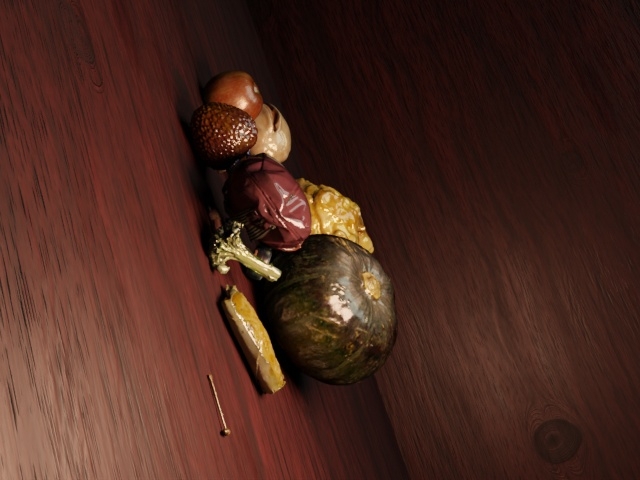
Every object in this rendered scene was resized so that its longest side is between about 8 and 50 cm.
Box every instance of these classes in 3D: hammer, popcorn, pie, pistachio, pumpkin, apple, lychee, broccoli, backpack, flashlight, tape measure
[{"bbox_3d":[-0.201,0.321,1.248,0.029,0.014,0.123,73,-4,-74],"label":"hammer"},{"bbox_3d":[-0.018,-0.009,2.191,0.389,0.354,0.344,28,4,6],"label":"popcorn"},{"bbox_3d":[-0.162,0.235,1.533,0.283,0.068,0.128,63,8,-11],"label":"pie"},{"bbox_3d":[-0.219,-0.413,2.420,0.193,0.214,0.318,8,40,-31],"label":"pistachio"},{"bbox_3d":[0.026,0.201,1.867,0.454,0.343,0.455,41,33,-35],"label":"pumpkin"},{"bbox_3d":[-0.285,-0.461,2.091,0.188,0.173,0.188,-24,90,-82],"label":"apple"},{"bbox_3d":[-0.269,-0.287,1.758,0.194,0.194,0.195,-21,90,-82],"label":"lychee"},{"bbox_3d":[-0.186,0.040,1.571,0.204,0.118,0.122,38,15,-22],"label":"broccoli"},{"bbox_3d":[-0.133,-0.085,1.646,0.283,0.197,0.317,51,1,-12],"label":"backpack"},{"bbox_3d":[-0.265,-0.039,1.652,0.052,0.031,0.110,48,22,-70],"label":"flashlight"},{"bbox_3d":[-0.218,0.029,1.780,0.179,0.104,0.107,35,37,-17],"label":"tape measure"}]

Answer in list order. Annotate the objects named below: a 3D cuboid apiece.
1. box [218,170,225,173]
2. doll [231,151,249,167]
[{"bbox_3d":[-0.310,-0.249,1.921,0.053,0.024,0.083,60,14,-48],"label":"box"},{"bbox_3d":[-0.241,-0.214,2.002,0.138,0.119,0.293,-20,-84,56],"label":"doll"}]
